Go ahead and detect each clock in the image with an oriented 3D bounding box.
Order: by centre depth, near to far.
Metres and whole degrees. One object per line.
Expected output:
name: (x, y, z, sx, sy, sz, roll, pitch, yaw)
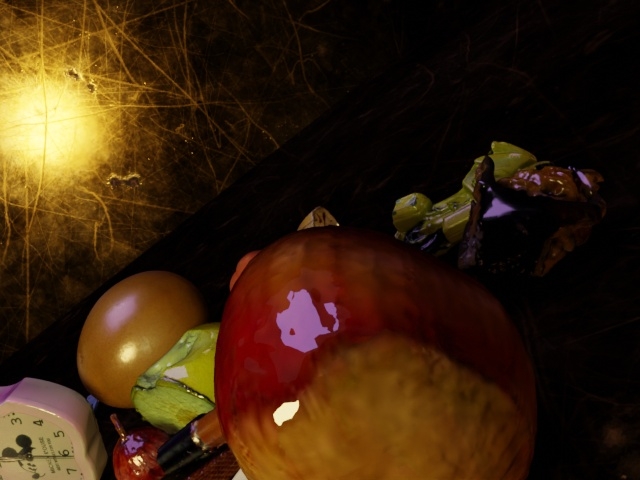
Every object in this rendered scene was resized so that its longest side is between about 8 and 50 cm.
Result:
clock: (-0.625, 0.451, 1.640, 0.338, 0.339, 0.102, -32, 16, 13)

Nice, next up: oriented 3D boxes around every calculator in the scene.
calculator: (-0.621, 0.458, 2.085, 0.057, 0.018, 0.172, -35, 18, 9)

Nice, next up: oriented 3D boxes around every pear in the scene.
pear: (-0.247, 0.273, 1.644, 0.292, 0.159, 0.292, -32, 16, 10)

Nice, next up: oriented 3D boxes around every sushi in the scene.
sushi: (0.345, -0.037, 1.290, 0.213, 0.203, 0.200, 101, -179, -61)

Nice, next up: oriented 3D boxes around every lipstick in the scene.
lipstick: (-0.171, 0.320, 1.366, 0.418, 0.077, 0.077, -40, 12, 41)

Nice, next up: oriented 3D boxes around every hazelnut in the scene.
hazelnut: (0.066, 0.162, 0.923, 0.353, 0.420, 0.421, -46, 9, 40)

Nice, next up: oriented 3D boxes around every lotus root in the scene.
lotus root: (-0.004, 0.000, 1.981, 0.135, 0.095, 0.160, -19, 65, 55)

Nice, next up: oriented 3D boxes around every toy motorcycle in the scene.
toy motorcycle: (0.300, -0.082, 1.527, 0.342, 0.142, 0.206, -28, 19, 20)

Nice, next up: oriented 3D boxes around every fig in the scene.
fig: (-0.348, 0.413, 1.537, 0.128, 0.151, 0.128, -1, 2, 0)

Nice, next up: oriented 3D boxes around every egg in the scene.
egg: (-0.417, 0.232, 1.841, 0.351, 0.283, 0.282, -49, 22, -27)

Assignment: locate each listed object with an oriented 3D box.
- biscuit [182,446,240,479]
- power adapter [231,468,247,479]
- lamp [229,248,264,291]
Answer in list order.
biscuit: (-0.165, 0.415, 1.279, 0.388, 0.073, 0.107, -35, 17, 3)
power adapter: (-0.067, 0.393, 1.069, 0.187, 0.124, 0.255, -12, 31, 50)
lamp: (-0.107, 0.112, 1.723, 0.187, 0.188, 0.164, -36, 25, 3)
